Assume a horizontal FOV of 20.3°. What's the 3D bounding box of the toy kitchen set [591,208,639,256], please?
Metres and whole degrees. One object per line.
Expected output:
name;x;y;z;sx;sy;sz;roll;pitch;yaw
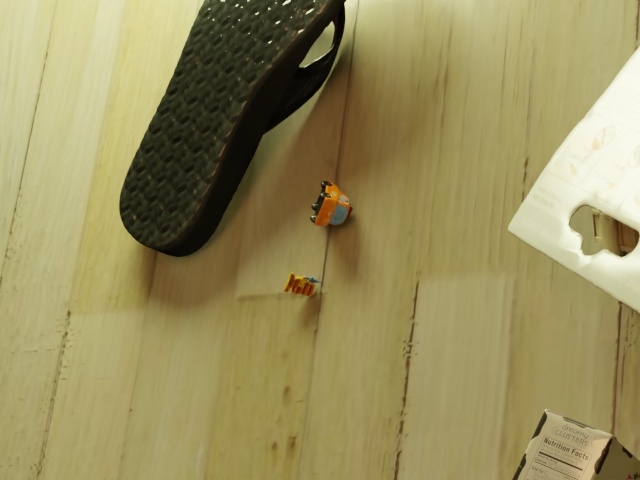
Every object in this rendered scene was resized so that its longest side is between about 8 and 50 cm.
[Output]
toy kitchen set;0.307;0.003;1.682;0.083;0.075;0.068;-158;60;-69

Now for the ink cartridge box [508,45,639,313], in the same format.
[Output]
ink cartridge box;0.365;-0.104;1.580;0.385;0.091;0.308;-53;24;1

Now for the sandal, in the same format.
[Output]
sandal;-0.073;-0.185;1.972;0.167;0.107;0.446;39;103;37

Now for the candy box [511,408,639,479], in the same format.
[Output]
candy box;0.207;0.264;1.522;0.070;0.165;0.196;20;78;35

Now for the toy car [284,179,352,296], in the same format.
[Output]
toy car;0.000;0.000;1.875;0.040;0.060;0.122;20;96;-7
